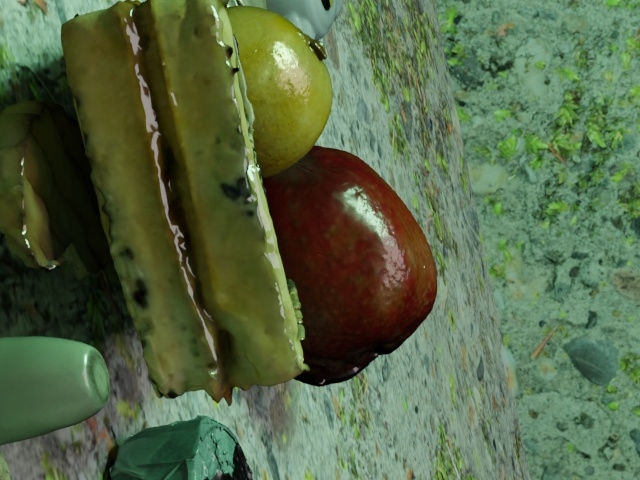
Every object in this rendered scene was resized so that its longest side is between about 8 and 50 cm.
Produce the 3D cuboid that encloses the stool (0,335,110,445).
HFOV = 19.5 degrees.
[{"bbox_3d":[-0.211,0.058,0.720,0.195,0.199,0.195,-76,153,-57],"label":"stool"}]

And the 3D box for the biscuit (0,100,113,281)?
[{"bbox_3d":[-0.183,-0.030,1.194,0.183,0.061,0.118,16,63,-77],"label":"biscuit"}]

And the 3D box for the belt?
[{"bbox_3d":[-0.095,0.221,1.317,0.151,0.078,0.198,45,37,-59],"label":"belt"}]

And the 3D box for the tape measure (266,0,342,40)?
[{"bbox_3d":[-0.044,-0.283,1.890,0.196,0.105,0.178,-54,139,-70],"label":"tape measure"}]

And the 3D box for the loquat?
[{"bbox_3d":[-0.066,-0.124,1.566,0.137,0.163,0.163,61,1,36],"label":"loquat"}]

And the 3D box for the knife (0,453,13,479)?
[{"bbox_3d":[-0.239,0.037,0.931,0.089,0.043,0.365,53,-8,37],"label":"knife"}]

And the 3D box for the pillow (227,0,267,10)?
[{"bbox_3d":[-0.090,-0.230,1.721,0.173,0.067,0.270,-23,101,-80],"label":"pillow"}]

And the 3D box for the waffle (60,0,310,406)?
[{"bbox_3d":[-0.086,-0.040,1.301,0.376,0.114,0.261,-117,-169,-84],"label":"waffle"}]

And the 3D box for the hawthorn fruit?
[{"bbox_3d":[0.000,0.000,1.679,0.189,0.190,0.251,-54,125,-72],"label":"hawthorn fruit"}]
